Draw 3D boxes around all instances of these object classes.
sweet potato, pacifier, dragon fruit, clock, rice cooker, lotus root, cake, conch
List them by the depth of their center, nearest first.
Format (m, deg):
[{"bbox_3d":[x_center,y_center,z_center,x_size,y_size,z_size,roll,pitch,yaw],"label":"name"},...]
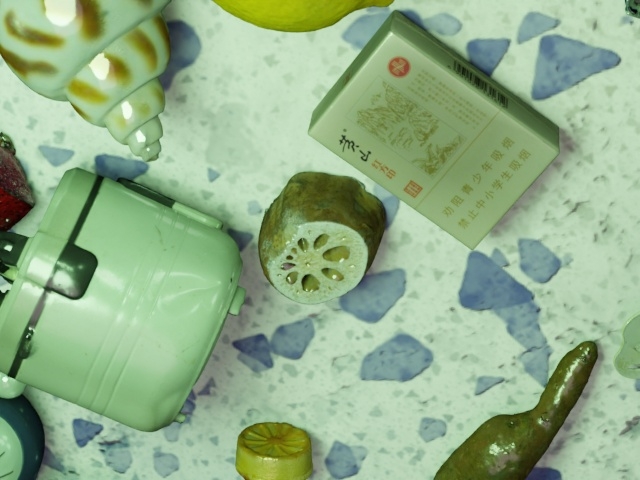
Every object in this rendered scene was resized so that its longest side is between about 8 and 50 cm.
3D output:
[{"bbox_3d":[-0.208,-0.206,1.650,0.183,0.149,0.275,-21,116,12],"label":"conch"},{"bbox_3d":[-0.206,0.052,1.757,0.244,0.226,0.226,21,118,-7],"label":"rice cooker"},{"bbox_3d":[-0.348,-0.070,1.772,0.102,0.096,0.147,-23,156,21],"label":"dragon fruit"},{"bbox_3d":[0.003,0.001,1.784,0.112,0.081,0.122,27,118,-17],"label":"lotus root"},{"bbox_3d":[0.329,0.109,1.809,0.068,0.064,0.083,3,120,-15],"label":"pacifier"},{"bbox_3d":[0.196,0.208,1.871,0.075,0.075,0.269,38,112,-14],"label":"sweet potato"},{"bbox_3d":[-0.379,0.171,1.874,0.199,0.146,0.243,-17,111,20],"label":"clock"},{"bbox_3d":[-0.049,0.224,1.901,0.084,0.084,0.044,5,116,4],"label":"cake"}]

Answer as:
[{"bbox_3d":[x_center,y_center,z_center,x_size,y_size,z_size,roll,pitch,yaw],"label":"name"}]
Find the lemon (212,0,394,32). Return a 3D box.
[{"bbox_3d":[-0.035,-0.277,1.577,0.244,0.187,0.187,29,117,-4],"label":"lemon"}]

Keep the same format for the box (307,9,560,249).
[{"bbox_3d":[0.107,-0.102,1.723,0.201,0.058,0.141,33,116,-12],"label":"box"}]

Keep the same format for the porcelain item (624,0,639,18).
[{"bbox_3d":[0.347,-0.223,1.653,0.136,0.021,0.075,15,119,-2],"label":"porcelain item"}]
